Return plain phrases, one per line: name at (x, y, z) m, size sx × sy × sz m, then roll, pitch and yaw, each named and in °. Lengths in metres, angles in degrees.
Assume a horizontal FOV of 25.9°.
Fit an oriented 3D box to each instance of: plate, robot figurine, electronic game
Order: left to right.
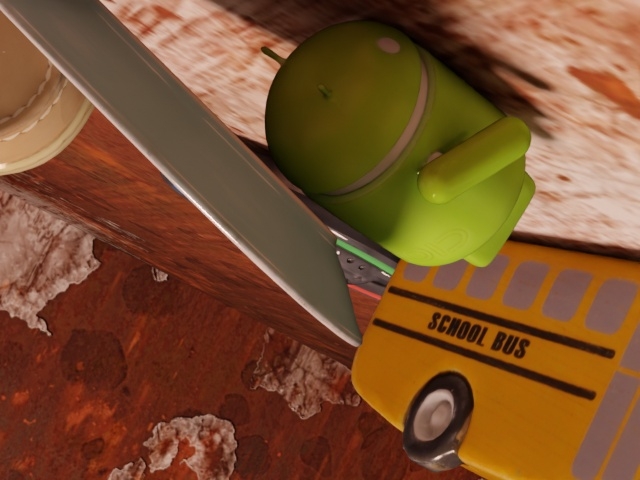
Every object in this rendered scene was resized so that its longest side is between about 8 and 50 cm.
plate at (-0.046, -0.037, 0.468) m, size 0.188 × 0.024 × 0.188 m, roll 46°, pitch -179°, yaw -1°
electronic game at (0.000, 0.000, 0.903) m, size 0.229 × 0.048 × 0.229 m, roll 26°, pitch 172°, yaw 4°
robot figurine at (0.027, -0.034, 0.499) m, size 0.115 × 0.067 × 0.101 m, roll 32°, pitch -178°, yaw -38°

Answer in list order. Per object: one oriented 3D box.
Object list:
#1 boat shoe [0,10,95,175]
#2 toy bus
boat shoe at (-0.243, -0.131, 0.537) m, size 0.341 × 0.121 × 0.110 m, roll 28°, pitch 173°, yaw -5°
toy bus at (0.143, 0.082, 0.660) m, size 0.108 × 0.130 × 0.333 m, roll 31°, pitch 171°, yaw -26°
